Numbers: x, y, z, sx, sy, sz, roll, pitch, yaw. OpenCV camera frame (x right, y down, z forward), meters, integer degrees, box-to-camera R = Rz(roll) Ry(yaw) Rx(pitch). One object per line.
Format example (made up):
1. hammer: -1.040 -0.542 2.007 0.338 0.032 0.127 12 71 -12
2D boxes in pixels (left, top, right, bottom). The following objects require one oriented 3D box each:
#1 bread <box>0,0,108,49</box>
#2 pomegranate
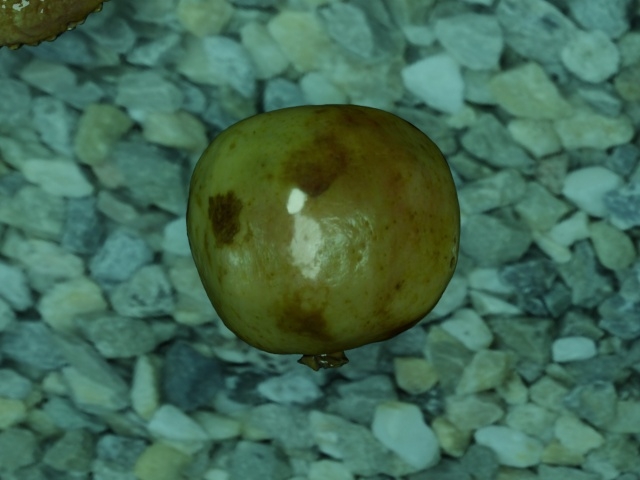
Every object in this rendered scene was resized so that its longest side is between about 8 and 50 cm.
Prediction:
1. bread: -0.222 -0.230 0.646 0.199 0.104 0.199 -4 111 -12
2. pomegranate: 0.000 0.000 0.710 0.216 0.215 0.215 -3 109 -10
